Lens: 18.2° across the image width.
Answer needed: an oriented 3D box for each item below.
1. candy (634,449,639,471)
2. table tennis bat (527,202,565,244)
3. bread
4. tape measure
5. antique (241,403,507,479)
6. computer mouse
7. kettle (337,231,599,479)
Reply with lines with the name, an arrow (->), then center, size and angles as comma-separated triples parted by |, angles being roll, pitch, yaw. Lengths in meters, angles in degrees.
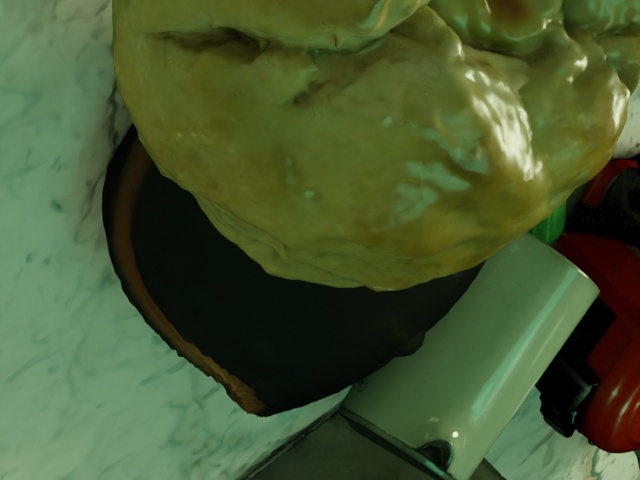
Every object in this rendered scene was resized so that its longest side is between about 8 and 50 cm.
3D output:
candy -> 0.370, 0.143, 1.527 | 0.185, 0.295, 0.295 | 26, 112, -22
table tennis bat -> 0.127, -0.082, 1.135 | 0.160, 0.039, 0.257 | -31, 148, -20
bread -> 0.038, -0.093, 0.803 | 0.244, 0.134, 0.245 | -6, 100, -36
tape measure -> 0.242, 0.032, 1.370 | 0.253, 0.114, 0.260 | -18, 147, -43
antique -> 0.037, 0.202, 1.290 | 0.152, 0.147, 0.148 | -36, 154, -18
computer mouse -> 0.003, 0.003, 0.999 | 0.183, 0.116, 0.323 | -39, 154, 0
kettle -> 0.077, 0.061, 1.185 | 0.148, 0.127, 0.098 | -57, 138, -5
